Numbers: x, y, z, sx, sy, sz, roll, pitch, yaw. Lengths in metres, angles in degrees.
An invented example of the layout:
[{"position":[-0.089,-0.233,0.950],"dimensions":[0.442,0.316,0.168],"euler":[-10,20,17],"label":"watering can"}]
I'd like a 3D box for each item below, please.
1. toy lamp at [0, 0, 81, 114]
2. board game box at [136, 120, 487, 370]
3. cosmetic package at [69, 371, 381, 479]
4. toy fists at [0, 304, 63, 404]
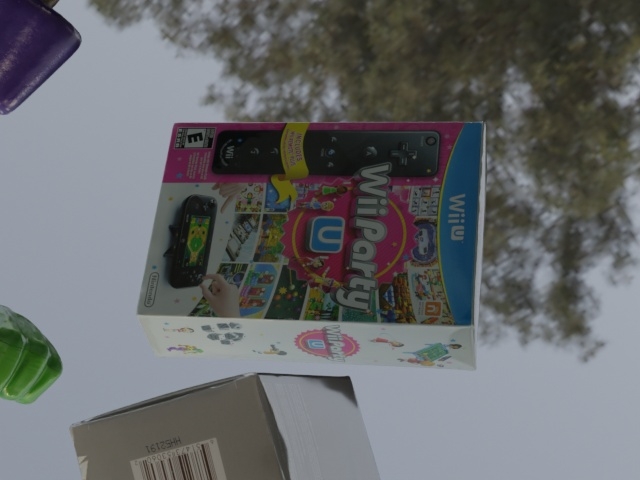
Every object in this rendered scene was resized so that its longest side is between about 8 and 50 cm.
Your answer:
[{"position":[-0.141,-0.203,0.860],"dimensions":[0.080,0.080,0.274],"euler":[33,-97,-18],"label":"toy lamp"},{"position":[0.000,0.000,1.315],"dimensions":[0.303,0.097,0.224],"euler":[1,-121,9],"label":"board game box"},{"position":[-0.050,0.147,0.906],"dimensions":[0.238,0.127,0.107],"euler":[18,-125,-77],"label":"cosmetic package"},{"position":[-0.376,0.086,1.312],"dimensions":[0.279,0.142,0.096],"euler":[24,-94,-34],"label":"toy fists"}]
